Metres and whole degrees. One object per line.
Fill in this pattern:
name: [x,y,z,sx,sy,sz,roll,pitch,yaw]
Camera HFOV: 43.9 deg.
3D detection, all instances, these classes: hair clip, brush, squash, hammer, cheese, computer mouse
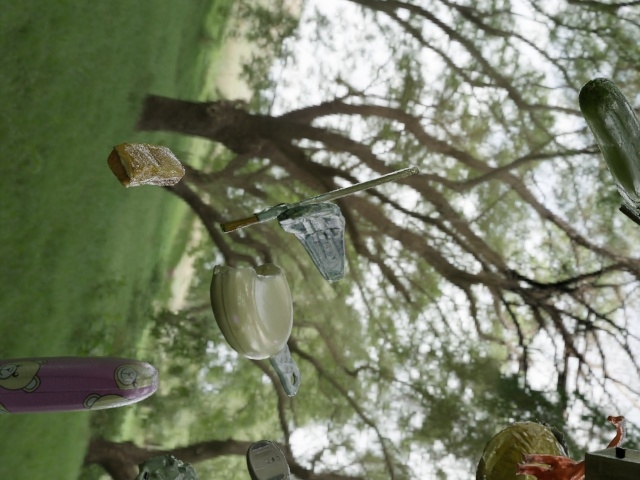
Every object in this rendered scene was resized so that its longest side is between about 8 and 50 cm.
hair clip: [-0.001,-0.002,0.868,0.229,0.066,0.036,64,9,-68]
brush: [0.002,-0.069,1.282,0.085,0.336,0.020,-168,-118,-80]
squash: [0.548,-0.165,1.432,0.087,0.331,0.087,-26,-146,19]
hammer: [0.802,0.000,1.847,0.027,0.125,0.297,-51,-133,13]
cheese: [-0.090,0.143,1.211,0.163,0.070,0.249,-37,116,-63]
computer mouse: [-0.088,0.381,1.319,0.096,0.066,0.039,59,-31,34]

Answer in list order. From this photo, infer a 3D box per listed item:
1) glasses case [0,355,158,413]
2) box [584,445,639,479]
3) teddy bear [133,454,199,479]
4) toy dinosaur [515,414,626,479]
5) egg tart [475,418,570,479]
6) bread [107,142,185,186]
glasses case: [-0.399,0.211,1.168,0.123,0.316,0.076,-164,-107,-85]
box: [0.357,0.261,0.907,0.079,0.083,0.035,-2,-96,44]
teddy bear: [-0.090,0.185,0.419,0.213,0.111,0.133,152,-73,-66]
toy dinosaur: [0.313,0.310,1.060,0.279,0.101,0.055,104,-11,-48]
egg tart: [0.382,0.448,1.420,0.098,0.232,0.252,-8,-122,63]
bread: [-0.286,-0.125,1.311,0.053,0.132,0.074,-44,-110,26]
